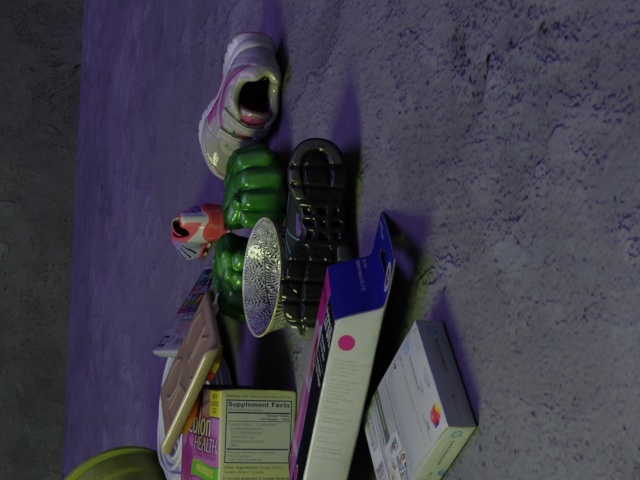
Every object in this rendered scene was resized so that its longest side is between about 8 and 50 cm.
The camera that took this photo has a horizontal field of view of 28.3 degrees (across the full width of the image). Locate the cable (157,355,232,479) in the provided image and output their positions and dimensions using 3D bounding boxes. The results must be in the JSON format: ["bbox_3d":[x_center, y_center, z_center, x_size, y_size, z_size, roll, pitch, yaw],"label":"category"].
[{"bbox_3d":[-0.216,0.303,2.190,0.257,0.089,0.257,140,132,-63],"label":"cable"}]

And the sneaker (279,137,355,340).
[{"bbox_3d":[0.000,0.000,1.697,0.106,0.101,0.267,108,166,-88],"label":"sneaker"}]

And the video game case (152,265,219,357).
[{"bbox_3d":[-0.210,0.120,2.178,0.183,0.023,0.201,-59,15,-15],"label":"video game case"}]

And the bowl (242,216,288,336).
[{"bbox_3d":[-0.049,0.053,1.797,0.170,0.080,0.170,-177,90,-69],"label":"bowl"}]

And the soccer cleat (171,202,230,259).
[{"bbox_3d":[-0.236,-0.018,2.287,0.248,0.095,0.083,155,117,-66],"label":"soccer cleat"}]

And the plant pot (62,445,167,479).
[{"bbox_3d":[-0.308,0.536,2.197,0.254,0.276,0.276,32,117,54],"label":"plant pot"}]

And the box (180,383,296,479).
[{"bbox_3d":[-0.129,0.342,1.909,0.213,0.117,0.243,170,104,-69],"label":"box"}]

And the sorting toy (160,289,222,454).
[{"bbox_3d":[-0.191,0.197,1.910,0.208,0.038,0.193,-104,38,-67],"label":"sorting toy"}]

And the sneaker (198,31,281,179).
[{"bbox_3d":[-0.127,-0.199,2.019,0.111,0.103,0.252,-113,33,-53],"label":"sneaker"}]

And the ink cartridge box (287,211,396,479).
[{"bbox_3d":[0.023,0.159,1.565,0.176,0.069,0.371,-97,20,-70],"label":"ink cartridge box"}]

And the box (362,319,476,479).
[{"bbox_3d":[0.105,0.202,1.422,0.186,0.038,0.145,113,153,-43],"label":"box"}]

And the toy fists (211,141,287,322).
[{"bbox_3d":[-0.113,-0.013,1.961,0.142,0.096,0.279,-147,64,-66],"label":"toy fists"}]
